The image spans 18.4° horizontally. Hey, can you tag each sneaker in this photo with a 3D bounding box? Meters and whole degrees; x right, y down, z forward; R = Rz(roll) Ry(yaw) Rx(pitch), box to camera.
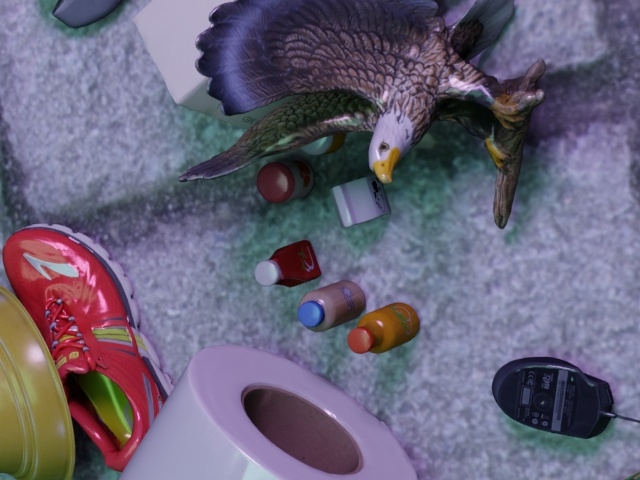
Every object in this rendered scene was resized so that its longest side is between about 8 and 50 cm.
[{"bbox_3d":[-0.231,0.104,1.946,0.107,0.118,0.279,-36,83,22],"label":"sneaker"}]

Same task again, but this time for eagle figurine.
[{"bbox_3d":[0.039,-0.128,1.706,0.298,0.225,0.226,12,102,2],"label":"eagle figurine"}]

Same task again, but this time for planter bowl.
[{"bbox_3d":[-0.331,0.159,1.951,0.217,0.090,0.217,38,138,45],"label":"planter bowl"}]

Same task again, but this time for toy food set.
[{"bbox_3d":[0.000,0.000,1.838,0.111,0.104,0.232,-17,90,25],"label":"toy food set"}]

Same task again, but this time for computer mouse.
[{"bbox_3d":[0.273,0.152,1.782,0.242,0.041,0.071,13,111,15],"label":"computer mouse"}]

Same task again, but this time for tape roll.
[{"bbox_3d":[-0.055,0.235,1.819,0.246,0.246,0.169,37,109,15],"label":"tape roll"}]

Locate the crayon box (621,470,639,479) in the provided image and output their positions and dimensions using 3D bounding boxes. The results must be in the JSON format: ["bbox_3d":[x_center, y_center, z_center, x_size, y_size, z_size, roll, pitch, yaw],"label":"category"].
[{"bbox_3d":[0.267,0.315,1.767,0.278,0.081,0.165,-33,92,24],"label":"crayon box"}]

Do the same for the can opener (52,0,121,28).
[{"bbox_3d":[-0.173,-0.321,1.901,0.095,0.076,0.283,39,114,-21],"label":"can opener"}]

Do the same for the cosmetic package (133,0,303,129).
[{"bbox_3d":[0.002,-0.239,1.762,0.309,0.160,0.113,-41,60,23],"label":"cosmetic package"}]
